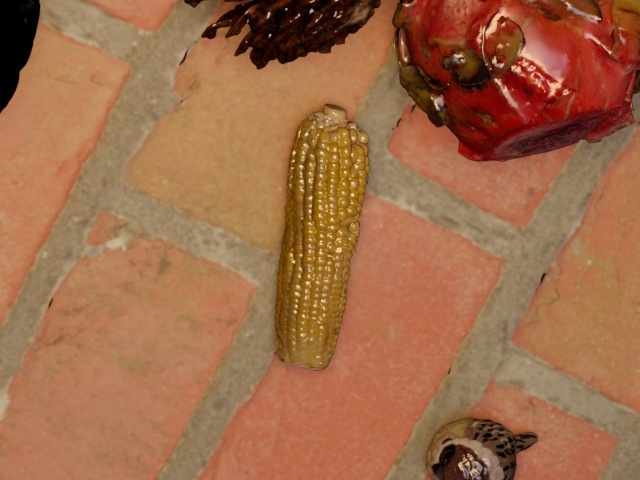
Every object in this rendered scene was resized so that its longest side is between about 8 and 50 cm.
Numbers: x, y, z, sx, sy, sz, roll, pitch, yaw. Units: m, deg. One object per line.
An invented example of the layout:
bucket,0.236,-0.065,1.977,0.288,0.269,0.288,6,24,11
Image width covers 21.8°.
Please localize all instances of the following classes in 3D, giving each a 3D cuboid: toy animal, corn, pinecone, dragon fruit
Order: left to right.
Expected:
pinecone,-0.049,-0.316,1.609,0.246,0.246,0.292,-33,92,-2
corn,0.000,0.000,1.760,0.086,0.086,0.288,4,105,-12
toy animal,0.188,0.243,1.850,0.137,0.098,0.098,-9,105,-9
dragon fruit,0.191,-0.235,1.655,0.269,0.250,0.291,-12,82,-15

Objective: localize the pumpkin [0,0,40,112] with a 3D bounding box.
pumpkin,-0.436,-0.227,1.518,0.363,0.266,0.363,-2,108,-5
